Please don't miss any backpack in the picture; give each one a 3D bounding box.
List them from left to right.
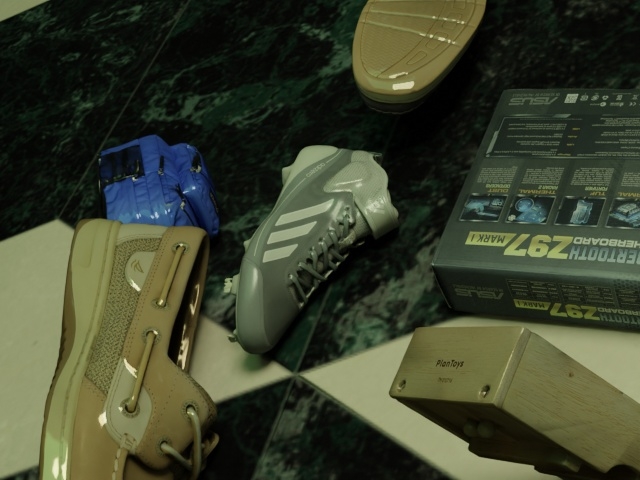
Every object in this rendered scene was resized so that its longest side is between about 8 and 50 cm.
[{"bbox_3d":[-0.139,-0.024,0.984,0.101,0.098,0.120,-19,41,7],"label":"backpack"}]

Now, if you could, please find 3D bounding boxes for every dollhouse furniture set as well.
[{"bbox_3d":[0.090,0.189,0.597,0.212,0.161,0.242,-8,53,61],"label":"dollhouse furniture set"}]

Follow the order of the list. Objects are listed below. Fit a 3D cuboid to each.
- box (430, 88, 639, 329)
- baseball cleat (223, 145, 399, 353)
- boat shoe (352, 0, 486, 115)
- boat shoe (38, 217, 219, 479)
[{"bbox_3d":[0.216,-0.026,0.811,0.232,0.059,0.183,3,50,31],"label":"box"},{"bbox_3d":[0.000,0.000,0.901,0.109,0.072,0.206,2,53,23],"label":"baseball cleat"},{"bbox_3d":[0.100,-0.200,1.029,0.102,0.092,0.285,10,49,12],"label":"boat shoe"},{"bbox_3d":[-0.128,0.124,0.810,0.110,0.122,0.341,-1,56,-2],"label":"boat shoe"}]
